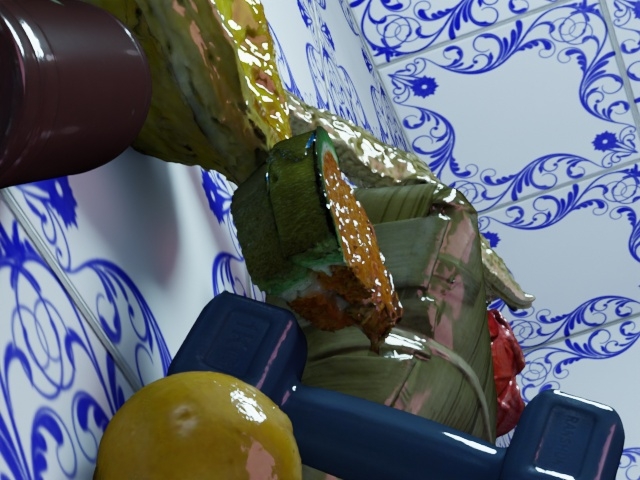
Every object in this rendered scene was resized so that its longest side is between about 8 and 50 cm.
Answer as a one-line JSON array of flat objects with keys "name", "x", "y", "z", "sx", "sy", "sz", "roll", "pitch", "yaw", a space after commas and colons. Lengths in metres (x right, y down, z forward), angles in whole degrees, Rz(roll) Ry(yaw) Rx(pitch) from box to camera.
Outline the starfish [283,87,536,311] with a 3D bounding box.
[{"name": "starfish", "x": 0.052, "y": -0.071, "z": 1.714, "sx": 0.432, "sy": 0.082, "sz": 0.324, "roll": 35, "pitch": -1, "yaw": -10}]

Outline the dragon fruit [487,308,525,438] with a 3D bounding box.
[{"name": "dragon fruit", "x": 0.131, "y": 0.156, "z": 1.830, "sx": 0.293, "sy": 0.234, "sz": 0.233, "roll": -145, "pitch": -147, "yaw": -77}]

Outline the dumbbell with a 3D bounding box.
[{"name": "dumbbell", "x": 0.046, "y": 0.146, "z": 1.122, "sx": 0.156, "sy": 0.316, "sz": 0.143, "roll": 68, "pitch": 40, "yaw": -72}]

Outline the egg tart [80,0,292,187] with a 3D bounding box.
[{"name": "egg tart", "x": -0.122, "y": -0.176, "z": 1.362, "sx": 0.341, "sy": 0.132, "sz": 0.341, "roll": -18, "pitch": 90, "yaw": -82}]

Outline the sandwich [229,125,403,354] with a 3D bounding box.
[{"name": "sandwich", "x": -0.009, "y": -0.008, "z": 1.237, "sx": 0.159, "sy": 0.079, "sz": 0.235, "roll": 58, "pitch": 11, "yaw": -35}]

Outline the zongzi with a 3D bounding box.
[{"name": "zongzi", "x": 0.031, "y": 0.261, "z": 1.459, "sx": 0.467, "sy": 0.218, "sz": 0.500, "roll": -64, "pitch": 152, "yaw": -42}]

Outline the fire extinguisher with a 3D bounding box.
[{"name": "fire extinguisher", "x": -0.181, "y": -0.097, "z": 0.955, "sx": 0.135, "sy": 0.114, "sz": 0.337, "roll": 44, "pitch": 9, "yaw": 3}]

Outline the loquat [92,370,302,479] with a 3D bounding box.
[{"name": "loquat", "x": -0.075, "y": 0.154, "z": 1.010, "sx": 0.141, "sy": 0.141, "sz": 0.141, "roll": -19, "pitch": 90, "yaw": -80}]
